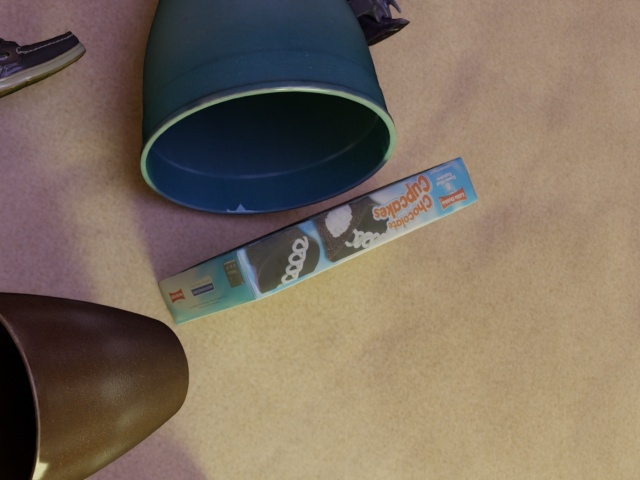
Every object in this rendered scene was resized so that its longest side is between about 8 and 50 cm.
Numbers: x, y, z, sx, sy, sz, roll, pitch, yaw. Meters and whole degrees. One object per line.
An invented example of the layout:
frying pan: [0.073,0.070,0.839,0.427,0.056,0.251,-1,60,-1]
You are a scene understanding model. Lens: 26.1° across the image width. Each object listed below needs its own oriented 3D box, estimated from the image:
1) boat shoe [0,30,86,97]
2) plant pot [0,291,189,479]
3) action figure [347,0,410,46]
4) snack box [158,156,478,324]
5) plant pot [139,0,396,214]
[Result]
boat shoe: [-0.347,-0.179,1.417,0.223,0.080,0.073,-29,100,-29]
plant pot: [-0.249,0.142,1.350,0.230,0.215,0.215,-9,84,-48]
action figure: [0.006,-0.373,1.678,0.185,0.099,0.285,-15,84,-29]
snack box: [0.000,0.000,1.532,0.322,0.187,0.060,-23,92,-34]
plant pot: [-0.069,-0.202,1.503,0.271,0.271,0.255,8,61,-31]
